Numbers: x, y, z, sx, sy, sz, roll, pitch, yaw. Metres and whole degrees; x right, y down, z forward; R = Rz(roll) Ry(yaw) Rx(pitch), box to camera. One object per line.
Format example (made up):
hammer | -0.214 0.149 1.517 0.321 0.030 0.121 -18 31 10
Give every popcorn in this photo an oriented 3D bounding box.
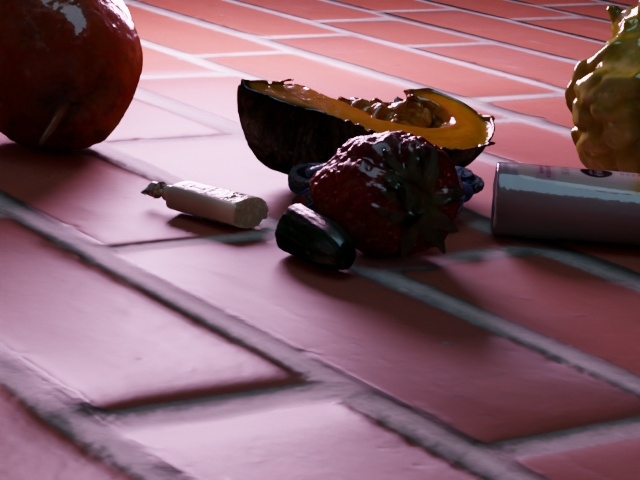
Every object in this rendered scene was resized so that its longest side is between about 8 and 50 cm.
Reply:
popcorn | 0.404 -0.152 2.109 0.258 0.270 0.224 46 -4 -25

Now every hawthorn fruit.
hawthorn fruit | -0.297 -0.186 2.169 0.210 0.210 0.262 -1 37 -17

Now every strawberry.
strawberry | 0.055 -0.042 1.822 0.131 0.131 0.148 -8 -4 -39

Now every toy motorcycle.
toy motorcycle | 0.069 -0.050 1.948 0.205 0.076 0.114 1 21 -7

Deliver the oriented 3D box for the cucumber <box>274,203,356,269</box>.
cucumber | 0.000 0.000 1.764 0.048 0.048 0.105 -5 17 -30

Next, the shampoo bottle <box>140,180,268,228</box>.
shampoo bottle | -0.119 -0.039 1.922 0.141 0.034 0.049 15 25 39

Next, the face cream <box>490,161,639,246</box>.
face cream | 0.305 -0.030 1.917 0.269 0.073 0.107 6 22 3

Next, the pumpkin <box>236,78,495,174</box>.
pumpkin | 0.057 -0.091 2.060 0.278 0.111 0.163 0 23 -32
